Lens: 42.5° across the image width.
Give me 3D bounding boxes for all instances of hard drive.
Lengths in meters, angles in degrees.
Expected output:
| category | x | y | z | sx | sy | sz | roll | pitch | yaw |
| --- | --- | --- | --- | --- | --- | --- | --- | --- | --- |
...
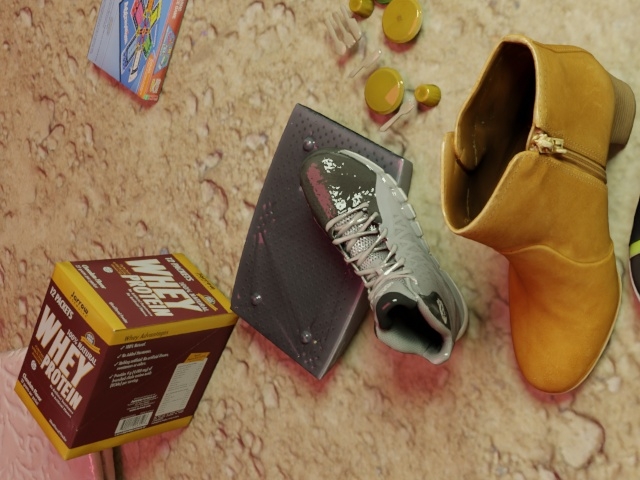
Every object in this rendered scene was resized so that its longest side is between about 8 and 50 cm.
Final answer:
| category | x | y | z | sx | sy | sz | roll | pitch | yaw |
| --- | --- | --- | --- | --- | --- | --- | --- | --- | --- |
| hard drive | 0.000 | 0.000 | 0.885 | 0.172 | 0.054 | 0.254 | 33 | 113 | 35 |

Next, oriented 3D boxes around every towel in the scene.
| category | x | y | z | sx | sy | sz | roll | pitch | yaw |
| --- | --- | --- | --- | --- | --- | --- | --- | --- | --- |
| towel | -0.424 | 0.317 | 1.276 | 0.332 | 0.053 | 0.316 | -16 | 84 | 41 |

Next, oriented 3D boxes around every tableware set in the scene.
| category | x | y | z | sx | sy | sz | roll | pitch | yaw |
| --- | --- | --- | --- | --- | --- | --- | --- | --- | --- |
| tableware set | 0.071 | -0.195 | 0.833 | 0.104 | 0.024 | 0.154 | -38 | 68 | 32 |

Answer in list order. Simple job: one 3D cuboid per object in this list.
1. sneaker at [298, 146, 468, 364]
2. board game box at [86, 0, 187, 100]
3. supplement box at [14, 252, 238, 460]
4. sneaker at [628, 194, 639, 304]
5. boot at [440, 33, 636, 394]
| category | x | y | z | sx | sy | sz | roll | pitch | yaw |
| --- | --- | --- | --- | --- | --- | --- | --- | --- | --- |
| sneaker | 0.056 | 0.016 | 0.741 | 0.086 | 0.132 | 0.228 | -38 | 94 | 18 |
| board game box | -0.222 | -0.340 | 1.069 | 0.145 | 0.027 | 0.281 | 37 | 116 | 34 |
| supplement box | -0.236 | 0.134 | 1.008 | 0.129 | 0.191 | 0.194 | 41 | 117 | 31 |
| sneaker | 0.271 | -0.047 | 0.619 | 0.084 | 0.097 | 0.234 | 15 | 103 | 40 |
| boot | 0.158 | -0.004 | 0.644 | 0.104 | 0.211 | 0.295 | 17 | 105 | 40 |
